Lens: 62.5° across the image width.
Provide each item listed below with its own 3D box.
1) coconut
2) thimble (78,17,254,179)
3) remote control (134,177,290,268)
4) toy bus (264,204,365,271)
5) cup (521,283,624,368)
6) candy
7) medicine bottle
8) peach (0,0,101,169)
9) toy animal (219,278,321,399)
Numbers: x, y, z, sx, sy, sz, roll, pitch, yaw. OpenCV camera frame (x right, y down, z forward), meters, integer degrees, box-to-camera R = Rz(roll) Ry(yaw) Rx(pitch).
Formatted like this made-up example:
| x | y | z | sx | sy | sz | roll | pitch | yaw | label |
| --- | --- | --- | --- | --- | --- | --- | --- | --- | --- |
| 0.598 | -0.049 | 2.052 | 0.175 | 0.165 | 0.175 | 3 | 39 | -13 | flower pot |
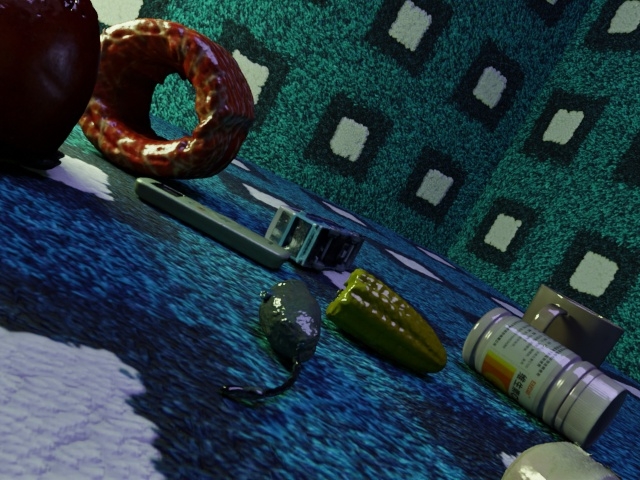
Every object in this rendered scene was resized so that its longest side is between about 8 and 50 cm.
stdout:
| x | y | z | sx | sy | sz | roll | pitch | yaw | label |
| --- | --- | --- | --- | --- | --- | --- | --- | --- | --- |
| 0.223 | 0.242 | 0.460 | 0.110 | 0.110 | 0.124 | 25 | 5 | -22 | coconut |
| -0.331 | -0.304 | 1.160 | 0.350 | 0.350 | 0.230 | 29 | 8 | 6 | thimble |
| -0.198 | -0.033 | 0.969 | 0.309 | 0.038 | 0.090 | 28 | 9 | 2 | remote control |
| 0.000 | 0.000 | 1.191 | 0.131 | 0.106 | 0.297 | 30 | 7 | 23 | toy bus |
| 0.515 | 0.225 | 1.164 | 0.252 | 0.201 | 0.191 | 20 | 12 | -47 | cup |
| 0.111 | 0.133 | 0.813 | 0.198 | 0.094 | 0.106 | 35 | 3 | 2 | candy |
| 0.389 | 0.237 | 0.937 | 0.249 | 0.133 | 0.133 | 36 | 11 | 39 | medicine bottle |
| -0.504 | -0.281 | 0.759 | 0.339 | 0.353 | 0.417 | 11 | 60 | -43 | peach |
| -0.040 | 0.113 | 0.586 | 0.079 | 0.070 | 0.253 | -6 | 21 | 6 | toy animal |
